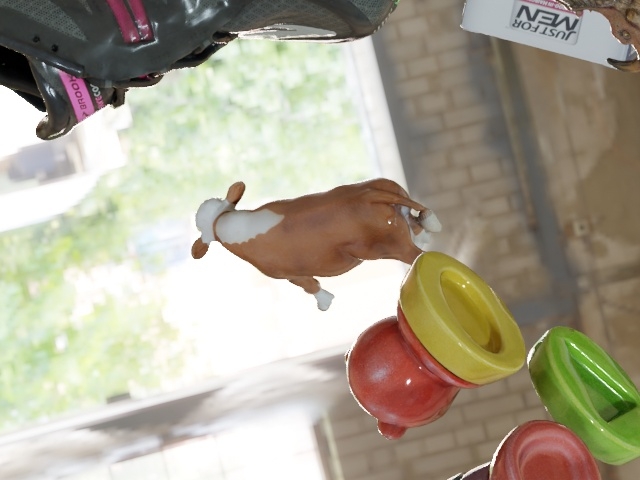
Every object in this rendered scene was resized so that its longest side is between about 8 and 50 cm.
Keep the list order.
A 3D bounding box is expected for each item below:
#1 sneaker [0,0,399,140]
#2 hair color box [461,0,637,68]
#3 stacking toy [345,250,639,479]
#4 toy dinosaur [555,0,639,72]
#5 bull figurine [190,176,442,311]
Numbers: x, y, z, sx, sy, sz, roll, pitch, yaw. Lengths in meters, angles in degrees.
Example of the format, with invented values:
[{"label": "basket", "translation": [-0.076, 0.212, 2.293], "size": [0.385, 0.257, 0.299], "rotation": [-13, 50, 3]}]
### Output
[{"label": "sneaker", "translation": [-0.169, -0.180, 1.239], "size": [0.483, 0.202, 0.185], "rotation": [-3, 158, 6]}, {"label": "hair color box", "translation": [0.261, -0.358, 1.409], "size": [0.174, 0.347, 0.105], "rotation": [18, -155, 18]}, {"label": "stacking toy", "translation": [0.162, 0.185, 1.180], "size": [0.279, 0.309, 0.130], "rotation": [22, 125, -40]}, {"label": "toy dinosaur", "translation": [0.241, -0.291, 1.205], "size": [0.127, 0.295, 0.200], "rotation": [7, 140, -15]}, {"label": "bull figurine", "translation": [0.000, 0.000, 1.646], "size": [0.310, 0.101, 0.188], "rotation": [-6, 152, 43]}]
